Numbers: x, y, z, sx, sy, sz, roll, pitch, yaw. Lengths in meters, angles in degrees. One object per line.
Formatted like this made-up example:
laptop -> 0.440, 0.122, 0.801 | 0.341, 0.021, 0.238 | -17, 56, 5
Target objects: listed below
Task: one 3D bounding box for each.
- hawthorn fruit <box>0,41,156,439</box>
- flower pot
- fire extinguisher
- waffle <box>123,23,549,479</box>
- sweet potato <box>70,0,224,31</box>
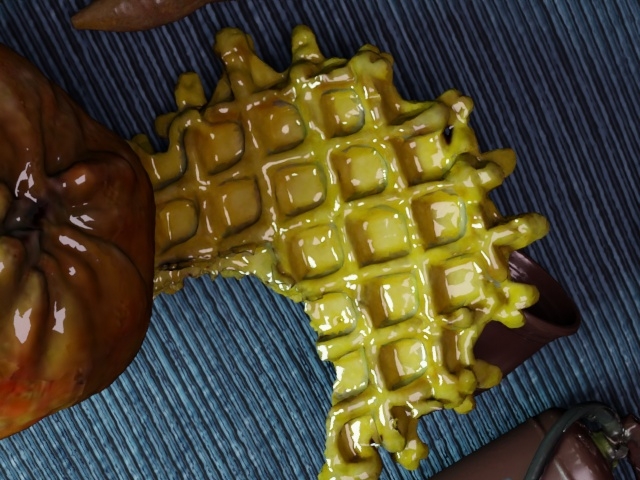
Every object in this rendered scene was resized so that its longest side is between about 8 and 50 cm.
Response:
hawthorn fruit -> -0.225, 0.005, 0.875 | 0.261, 0.258, 0.258 | 12, 111, 33
flower pot -> 0.111, 0.058, 1.046 | 0.111, 0.111, 0.089 | 31, 111, -16
fire extinguisher -> 0.111, 0.223, 1.089 | 0.341, 0.105, 0.141 | -30, 123, 0
waffle -> 0.000, 0.000, 0.968 | 0.293, 0.069, 0.260 | 36, 98, 7
sweet potato -> -0.059, -0.181, 0.970 | 0.218, 0.051, 0.065 | -30, 112, 0
